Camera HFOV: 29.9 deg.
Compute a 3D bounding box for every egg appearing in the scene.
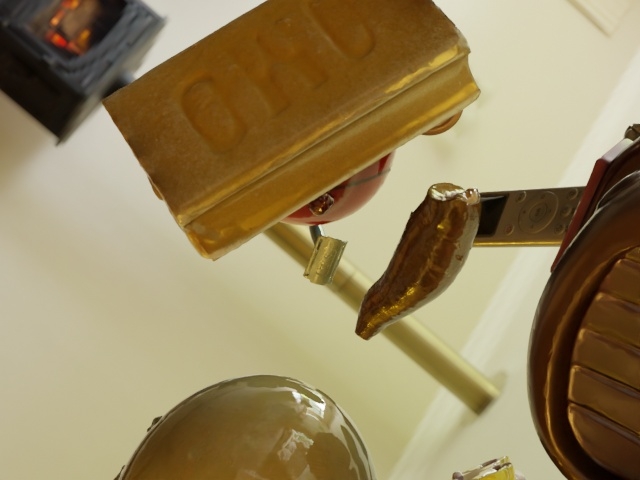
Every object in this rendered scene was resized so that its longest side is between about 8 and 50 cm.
[{"bbox_3d":[-0.046,0.174,0.694,0.164,0.164,0.201,-70,-174,-75],"label":"egg"}]

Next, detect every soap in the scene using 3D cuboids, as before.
[{"bbox_3d":[-0.027,-0.120,1.003,0.274,0.173,0.089,-33,144,-6],"label":"soap"}]

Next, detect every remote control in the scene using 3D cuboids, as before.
[{"bbox_3d":[0.237,-0.026,1.205,0.261,0.029,0.067,-1,-120,53],"label":"remote control"}]

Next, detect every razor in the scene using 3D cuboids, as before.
[{"bbox_3d":[0.000,0.000,1.574,0.135,0.040,0.068,-105,-145,-65],"label":"razor"}]

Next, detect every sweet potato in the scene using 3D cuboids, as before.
[{"bbox_3d":[0.104,0.025,1.228,0.077,0.077,0.244,-55,174,-45],"label":"sweet potato"}]

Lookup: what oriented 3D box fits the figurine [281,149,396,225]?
[{"bbox_3d":[-0.019,-0.115,1.479,0.320,0.196,0.323,-8,180,-3],"label":"figurine"}]

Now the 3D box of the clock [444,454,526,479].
[{"bbox_3d":[0.111,0.392,0.952,0.250,0.377,0.368,-22,171,4],"label":"clock"}]

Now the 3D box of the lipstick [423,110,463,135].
[{"bbox_3d":[0.111,-0.192,1.327,0.070,0.070,0.254,-48,-163,19],"label":"lipstick"}]

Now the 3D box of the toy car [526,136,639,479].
[{"bbox_3d":[0.237,0.094,0.564,0.240,0.340,0.271,-32,146,-43],"label":"toy car"}]

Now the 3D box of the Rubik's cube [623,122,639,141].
[{"bbox_3d":[0.554,-0.013,1.667,0.260,0.259,0.255,53,41,-65],"label":"Rubik's cube"}]
